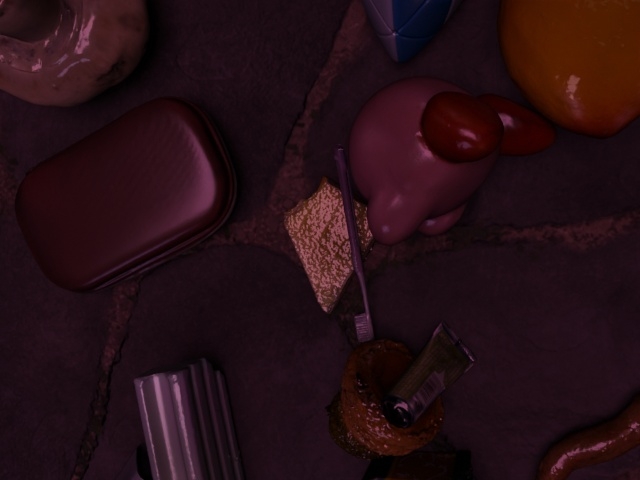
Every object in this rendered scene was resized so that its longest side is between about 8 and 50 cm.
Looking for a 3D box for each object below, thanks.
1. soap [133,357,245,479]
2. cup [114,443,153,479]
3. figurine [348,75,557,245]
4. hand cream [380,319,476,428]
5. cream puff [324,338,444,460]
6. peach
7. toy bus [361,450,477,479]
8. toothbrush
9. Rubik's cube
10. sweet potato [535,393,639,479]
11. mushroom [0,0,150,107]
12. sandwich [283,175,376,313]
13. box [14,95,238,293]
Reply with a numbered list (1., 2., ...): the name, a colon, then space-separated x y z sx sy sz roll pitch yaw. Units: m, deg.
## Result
1. soap: -0.215 0.348 1.165 0.095 0.173 0.290 -11 92 14
2. cup: -0.305 0.449 1.239 0.128 0.095 0.129 30 107 -30
3. figurine: 0.159 -0.146 1.014 0.261 0.269 0.211 -47 69 36
4. hand cream: 0.164 0.209 1.050 0.086 0.235 0.055 52 132 4
5. cream puff: 0.083 0.271 1.112 0.183 0.183 0.169 48 128 6
6. peach: 0.380 -0.309 0.933 0.288 0.289 0.308 10 130 12
7. toy bus: 0.161 0.513 1.098 0.194 0.162 0.324 0 92 14
8. toothbrush: 0.050 0.017 1.081 0.029 0.024 0.354 -12 118 -4
9. Rubik's cube: 0.161 -0.397 1.054 0.254 0.254 0.255 1 94 13
10. sweet potato: 0.426 0.319 1.071 0.281 0.059 0.067 -37 106 15
11. mushroom: -0.448 -0.369 1.088 0.314 0.336 0.315 0 92 5
12. sandwich: 0.000 0.000 1.151 0.162 0.058 0.193 31 102 11
13. box: -0.336 -0.075 1.196 0.403 0.108 0.263 -25 88 14
